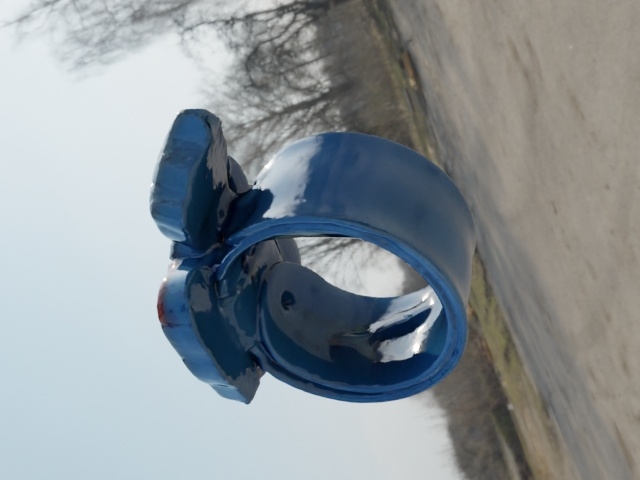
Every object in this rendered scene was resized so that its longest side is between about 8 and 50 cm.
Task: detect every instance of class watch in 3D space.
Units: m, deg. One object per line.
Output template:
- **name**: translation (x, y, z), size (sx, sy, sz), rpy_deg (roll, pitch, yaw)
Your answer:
- **watch**: translation (0.000, 0.000, 0.659), size (0.241, 0.274, 0.305), rpy_deg (-72, -25, -44)
